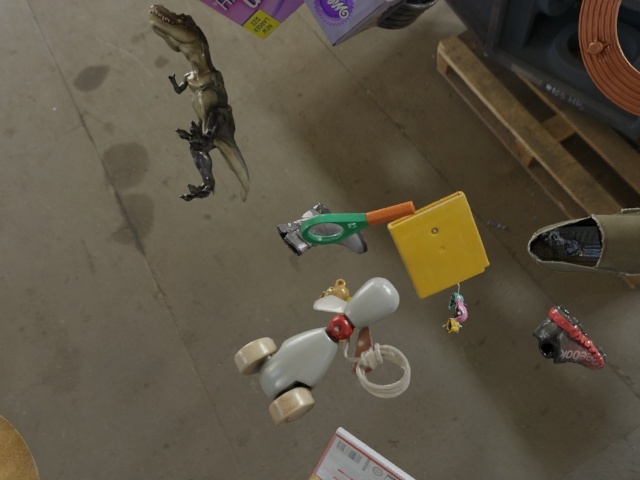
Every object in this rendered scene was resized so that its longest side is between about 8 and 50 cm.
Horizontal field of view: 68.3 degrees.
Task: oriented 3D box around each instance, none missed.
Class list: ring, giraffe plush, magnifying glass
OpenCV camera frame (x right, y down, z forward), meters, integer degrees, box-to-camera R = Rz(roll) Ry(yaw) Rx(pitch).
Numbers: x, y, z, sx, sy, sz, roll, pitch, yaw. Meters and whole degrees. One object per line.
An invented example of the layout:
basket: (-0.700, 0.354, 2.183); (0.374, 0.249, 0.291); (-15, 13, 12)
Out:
ring: (0.557, -0.340, 0.699); (0.032, 0.336, 0.336); (-25, 60, -36)
giraffe plush: (0.084, 0.213, 1.566); (0.170, 0.210, 0.181); (46, 41, 12)
magnifying glass: (0.070, -0.037, 0.932); (0.231, 0.092, 0.026); (-12, 59, 19)

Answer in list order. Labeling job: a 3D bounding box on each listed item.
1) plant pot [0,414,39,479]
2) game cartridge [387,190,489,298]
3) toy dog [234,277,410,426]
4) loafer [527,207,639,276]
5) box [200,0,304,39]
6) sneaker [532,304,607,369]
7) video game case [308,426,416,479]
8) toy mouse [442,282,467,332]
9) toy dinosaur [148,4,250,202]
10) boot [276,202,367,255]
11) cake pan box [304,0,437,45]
plant pot: (-0.437, 0.283, 0.405); (0.237, 0.254, 0.237); (-1, 83, 7)
game cartridge: (0.429, 0.023, 1.695); (0.285, 0.323, 0.052); (-25, 24, 5)
toy dog: (0.011, 0.211, 0.896); (0.334, 0.161, 0.220); (-19, 70, 13)
loafer: (0.380, 0.008, 0.590); (0.251, 0.087, 0.094); (-12, 83, 47)
box: (-0.109, -0.409, 0.596); (0.214, 0.243, 0.117); (-14, 65, 50)
sneaker: (0.702, 0.301, 1.342); (0.135, 0.276, 0.097); (-44, 26, 12)
video game case: (0.058, 0.582, 1.021); (0.204, 0.025, 0.285); (30, 98, 17)
toy mouse: (0.380, 0.188, 1.298); (0.031, 0.161, 0.143); (10, 93, 3)
toy dinosaur: (-0.123, -0.114, 0.529); (0.064, 0.268, 0.118); (-2, 45, 11)
boot: (0.000, 0.000, 1.780); (0.223, 0.118, 0.338); (-32, 41, -23)
cake pan box: (0.026, -0.316, 0.396); (0.266, 0.070, 0.246); (54, 50, -12)
